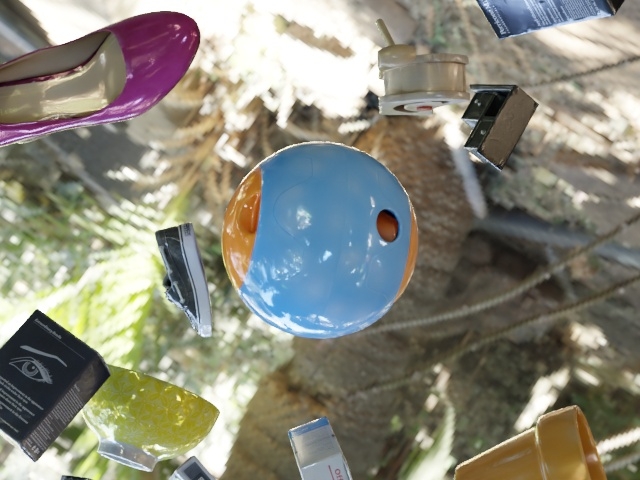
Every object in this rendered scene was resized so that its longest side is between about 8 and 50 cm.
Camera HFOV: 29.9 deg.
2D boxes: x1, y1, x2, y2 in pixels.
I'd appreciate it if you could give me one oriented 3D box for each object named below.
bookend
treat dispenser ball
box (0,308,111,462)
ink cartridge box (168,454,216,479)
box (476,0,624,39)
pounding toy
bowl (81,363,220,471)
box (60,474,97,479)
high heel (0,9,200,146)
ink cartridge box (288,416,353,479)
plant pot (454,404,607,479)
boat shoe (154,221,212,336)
[{"bbox_3d":[0.330,-0.228,2.390,0.072,0.156,0.157,34,172,-27],"label":"bookend"},{"bbox_3d":[0.000,0.000,1.756,0.288,0.288,0.288,34,170,7],"label":"treat dispenser ball"},{"bbox_3d":[-0.492,0.250,2.079,0.153,0.207,0.108,33,159,19],"label":"box"},{"bbox_3d":[-0.146,0.417,1.681,0.208,0.045,0.206,46,146,8],"label":"ink cartridge box"},{"bbox_3d":[0.243,-0.386,1.447,0.184,0.103,0.261,-5,130,48],"label":"box"},{"bbox_3d":[0.174,-0.303,2.059,0.154,0.154,0.269,-2,178,3],"label":"pounding toy"},{"bbox_3d":[-0.358,0.361,2.360,0.290,0.156,0.289,18,163,6],"label":"bowl"},{"bbox_3d":[-0.358,0.519,1.943,0.163,0.247,0.142,20,162,-28],"label":"box"},{"bbox_3d":[-0.337,-0.202,1.544,0.181,0.377,0.127,-4,-109,-61],"label":"high heel"},{"bbox_3d":[0.008,0.312,1.563,0.180,0.060,0.104,-127,18,-77],"label":"ink cartridge box"},{"bbox_3d":[0.294,0.351,1.659,0.205,0.188,0.205,-18,-90,-75],"label":"plant pot"},{"bbox_3d":[-0.222,0.067,1.959,0.077,0.070,0.219,-104,4,-58],"label":"boat shoe"}]
